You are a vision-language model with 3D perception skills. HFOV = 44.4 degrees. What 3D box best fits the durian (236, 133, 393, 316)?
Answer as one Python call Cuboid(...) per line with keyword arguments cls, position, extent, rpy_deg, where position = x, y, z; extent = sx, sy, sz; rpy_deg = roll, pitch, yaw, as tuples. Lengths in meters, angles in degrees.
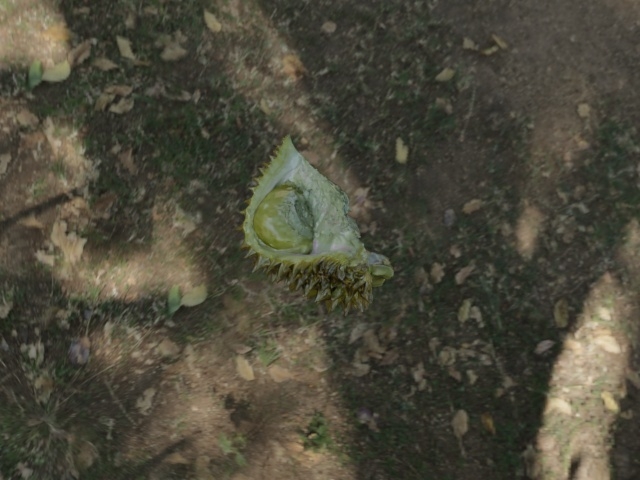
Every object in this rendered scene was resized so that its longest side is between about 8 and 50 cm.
Cuboid(cls="durian", position=(0.000, 0.000, 1.050), extent=(0.172, 0.306, 0.166), rpy_deg=(24, 107, -32))
